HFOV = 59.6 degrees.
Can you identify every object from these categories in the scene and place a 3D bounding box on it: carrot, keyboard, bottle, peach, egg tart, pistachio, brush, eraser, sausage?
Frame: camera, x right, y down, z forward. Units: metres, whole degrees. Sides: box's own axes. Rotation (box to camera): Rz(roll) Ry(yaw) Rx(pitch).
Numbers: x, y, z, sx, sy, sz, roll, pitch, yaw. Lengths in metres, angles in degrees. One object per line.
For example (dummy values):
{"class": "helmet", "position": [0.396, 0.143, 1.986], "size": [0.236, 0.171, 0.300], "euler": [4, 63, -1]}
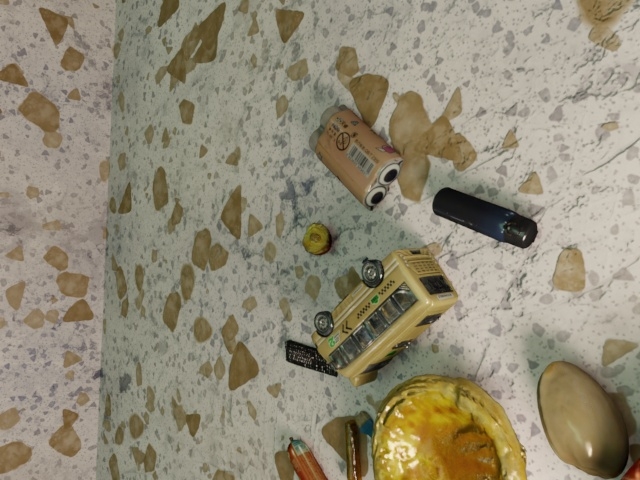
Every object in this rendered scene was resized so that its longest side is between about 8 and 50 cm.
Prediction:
{"class": "carrot", "position": [0.087, 0.576, 1.518], "size": [0.042, 0.042, 0.170], "euler": [-13, 79, 46]}
{"class": "keyboard", "position": [-0.032, 0.353, 1.675], "size": [0.231, 0.023, 0.072], "euler": [4, 93, 47]}
{"class": "bottle", "position": [0.358, -0.052, 1.229], "size": [0.244, 0.082, 0.072], "euler": [29, 102, 44]}
{"class": "peach", "position": [-0.001, -0.001, 1.633], "size": [0.098, 0.061, 0.098], "euler": [-6, 75, 25]}
{"class": "egg tart", "position": [0.283, 0.481, 1.222], "size": [0.388, 0.169, 0.387], "euler": [-6, 81, 44]}
{"class": "pistachio", "position": [0.484, 0.332, 1.039], "size": [0.144, 0.144, 0.215], "euler": [-40, 54, 39]}
{"class": "brush", "position": [0.145, 0.527, 1.479], "size": [0.164, 0.014, 0.051], "euler": [54, 127, 33]}
{"class": "eraser", "position": [0.088, -0.235, 1.533], "size": [0.290, 0.087, 0.171], "euler": [51, 120, 35]}
{"class": "sausage", "position": [-0.026, 0.678, 1.616], "size": [0.264, 0.083, 0.083], "euler": [52, 124, 38]}

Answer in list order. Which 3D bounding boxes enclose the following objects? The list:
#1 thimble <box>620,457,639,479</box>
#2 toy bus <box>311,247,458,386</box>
{"class": "thimble", "position": [0.616, 0.444, 0.814], "size": [0.350, 0.231, 0.350], "euler": [-1, 88, 48]}
{"class": "toy bus", "position": [0.148, 0.187, 1.377], "size": [0.365, 0.177, 0.201], "euler": [-50, 60, 32]}
